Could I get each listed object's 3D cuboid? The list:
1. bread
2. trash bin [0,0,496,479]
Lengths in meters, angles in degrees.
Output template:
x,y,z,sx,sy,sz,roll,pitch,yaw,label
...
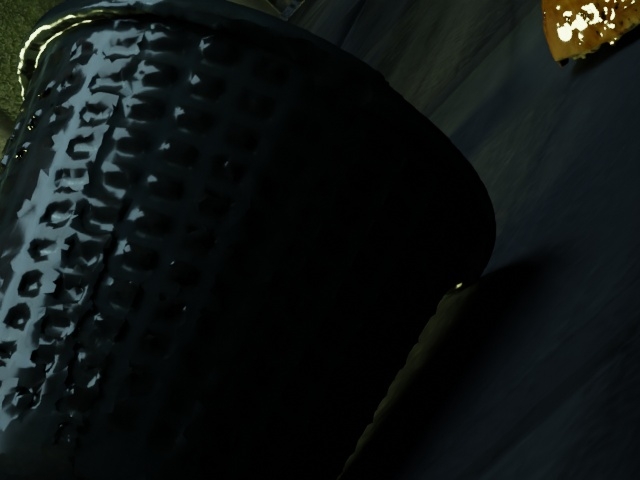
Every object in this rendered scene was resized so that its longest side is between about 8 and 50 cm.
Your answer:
x,y,z,sx,sy,sz,roll,pitch,yaw,label
0.137,-0.135,0.689,0.129,0.044,0.126,-50,9,-21,bread
-0.048,0.035,0.562,0.175,0.175,0.161,-35,30,62,trash bin
